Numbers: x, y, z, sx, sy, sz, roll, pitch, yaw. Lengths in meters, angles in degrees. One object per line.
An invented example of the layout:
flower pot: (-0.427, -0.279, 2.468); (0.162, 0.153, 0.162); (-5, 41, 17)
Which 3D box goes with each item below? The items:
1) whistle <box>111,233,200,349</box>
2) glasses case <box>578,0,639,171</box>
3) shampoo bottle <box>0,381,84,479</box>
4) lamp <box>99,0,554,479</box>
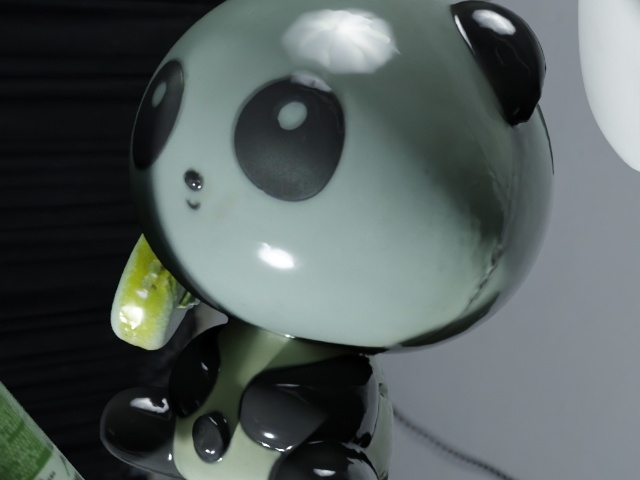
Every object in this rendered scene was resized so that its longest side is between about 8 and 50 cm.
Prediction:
whistle: (-0.103, 0.029, 1.193); (0.057, 0.198, 0.104); (23, 88, 5)
glasses case: (0.178, -0.115, 0.929); (0.197, 0.049, 0.076); (78, 167, -53)
shampoo bottle: (-0.171, 0.062, 0.680); (0.065, 0.065, 0.204); (-24, 110, 43)
lamp: (0.000, 0.000, 0.736); (0.197, 0.197, 0.244); (13, 87, 43)
